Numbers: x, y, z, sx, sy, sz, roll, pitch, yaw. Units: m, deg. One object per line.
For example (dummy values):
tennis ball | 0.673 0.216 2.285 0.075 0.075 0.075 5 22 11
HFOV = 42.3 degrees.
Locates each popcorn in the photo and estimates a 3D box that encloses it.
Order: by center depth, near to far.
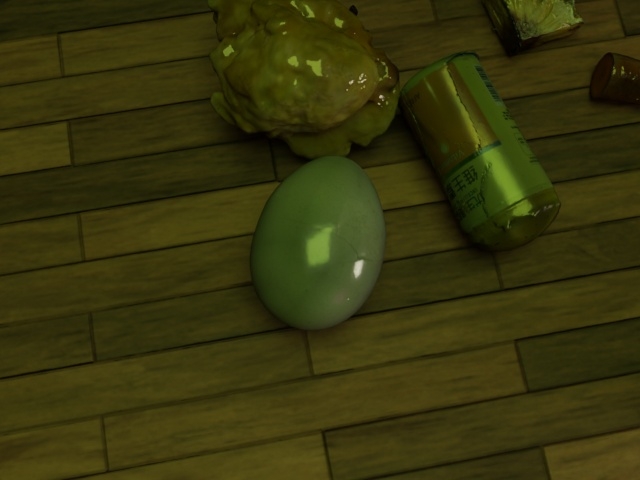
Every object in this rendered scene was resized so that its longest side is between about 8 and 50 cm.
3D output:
popcorn | -0.025 -0.208 0.987 0.253 0.190 0.191 16 81 -2

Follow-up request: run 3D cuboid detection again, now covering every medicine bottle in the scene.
medicine bottle | 0.192 -0.101 1.001 0.124 0.124 0.239 -24 77 -9

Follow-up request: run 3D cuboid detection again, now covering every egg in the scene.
egg | 0.000 0.000 0.948 0.151 0.151 0.209 15 73 2

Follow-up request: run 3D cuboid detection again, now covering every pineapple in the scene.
pineapple | 0.276 -0.294 1.083 0.137 0.069 0.116 21 74 2

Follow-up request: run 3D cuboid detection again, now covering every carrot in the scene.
carrot | 0.463 -0.193 1.075 0.209 0.061 0.061 12 74 -4
